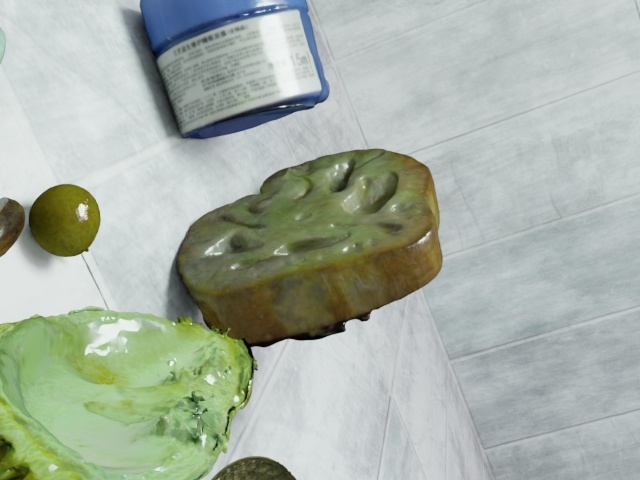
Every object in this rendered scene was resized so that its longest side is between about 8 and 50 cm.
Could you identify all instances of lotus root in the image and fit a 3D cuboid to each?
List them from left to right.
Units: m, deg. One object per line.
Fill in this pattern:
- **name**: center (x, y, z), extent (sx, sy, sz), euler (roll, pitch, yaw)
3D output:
- **lotus root**: center (-0.284, -0.009, 0.690), extent (0.083, 0.030, 0.037), euler (-80, 149, -61)
- **lotus root**: center (0.000, 0.000, 1.047), extent (0.390, 0.375, 0.111), euler (-37, 124, -35)

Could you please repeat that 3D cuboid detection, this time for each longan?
- **longan**: center (-0.246, -0.015, 0.762), extent (0.075, 0.075, 0.083), euler (-93, 167, -47)

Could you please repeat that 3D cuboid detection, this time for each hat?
- **hat**: center (-0.095, 0.325, 0.915), extent (0.146, 0.067, 0.145), euler (6, 79, -32)

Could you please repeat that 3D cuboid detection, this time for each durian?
- **durian**: center (-0.168, 0.119, 0.626), extent (0.394, 0.198, 0.163), euler (-42, 110, -76)

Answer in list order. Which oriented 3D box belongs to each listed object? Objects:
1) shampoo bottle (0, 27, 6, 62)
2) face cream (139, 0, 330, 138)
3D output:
- **shampoo bottle**: center (-0.355, -0.222, 0.676), extent (0.190, 0.041, 0.069), euler (49, 31, -54)
- **face cream**: center (-0.128, -0.285, 1.191), extent (0.249, 0.249, 0.225), euler (-32, 108, -75)
